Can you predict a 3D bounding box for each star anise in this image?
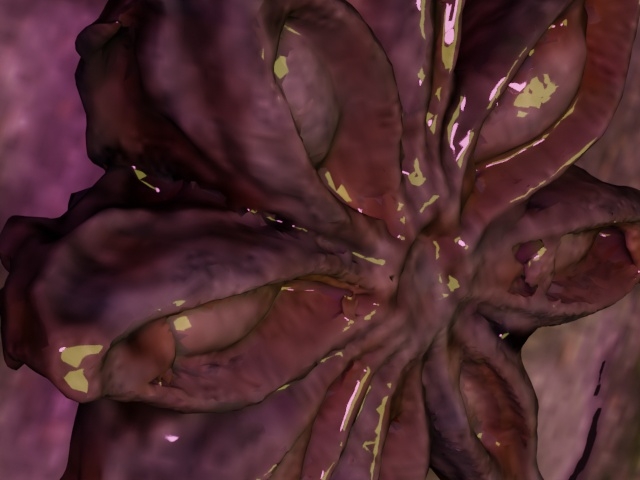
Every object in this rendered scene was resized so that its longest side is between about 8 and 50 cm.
[{"bbox_3d":[0.001,-0.001,0.513,0.223,0.109,0.236,24,91,-46],"label":"star anise"}]
